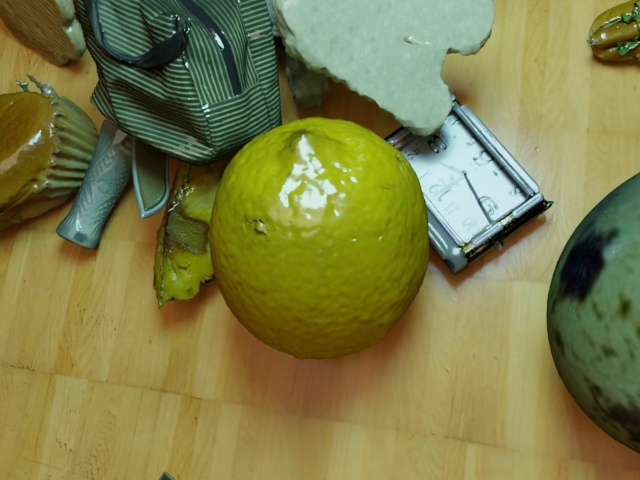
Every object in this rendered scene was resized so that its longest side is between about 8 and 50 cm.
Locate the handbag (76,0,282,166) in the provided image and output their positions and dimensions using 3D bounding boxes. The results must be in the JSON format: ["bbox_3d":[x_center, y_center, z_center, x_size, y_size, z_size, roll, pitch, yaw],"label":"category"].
[{"bbox_3d":[-0.220,-0.282,0.943,0.247,0.240,0.340,-26,46,-38],"label":"handbag"}]

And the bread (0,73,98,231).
[{"bbox_3d":[-0.593,-0.126,1.080,0.388,0.183,0.236,-34,69,3],"label":"bread"}]

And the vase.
[{"bbox_3d":[-0.390,-0.095,1.077,0.096,0.096,0.220,24,85,17],"label":"vase"}]

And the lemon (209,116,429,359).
[{"bbox_3d":[0.000,-0.002,0.843,0.335,0.336,0.336,-3,76,12],"label":"lemon"}]

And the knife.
[{"bbox_3d":[-0.291,-0.159,1.030,0.061,0.027,0.343,6,46,-23],"label":"knife"}]

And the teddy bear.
[{"bbox_3d":[0.049,-0.366,0.998,0.375,0.362,0.328,23,106,-8],"label":"teddy bear"}]

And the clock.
[{"bbox_3d":[0.213,-0.089,0.944,0.186,0.083,0.253,-36,71,3],"label":"clock"}]

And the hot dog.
[{"bbox_3d":[0.545,-0.344,0.934,0.269,0.072,0.109,-16,89,9],"label":"hot dog"}]

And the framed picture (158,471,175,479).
[{"bbox_3d":[-0.250,0.425,0.961,0.066,0.007,0.089,31,85,18],"label":"framed picture"}]

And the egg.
[{"bbox_3d":[0.471,0.061,0.716,0.345,0.345,0.428,35,83,18],"label":"egg"}]

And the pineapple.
[{"bbox_3d":[-0.195,-0.017,1.021,0.164,0.139,0.250,4,93,-28],"label":"pineapple"}]

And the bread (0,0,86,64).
[{"bbox_3d":[-0.551,-0.463,1.107,0.316,0.316,0.054,32,62,18],"label":"bread"}]
